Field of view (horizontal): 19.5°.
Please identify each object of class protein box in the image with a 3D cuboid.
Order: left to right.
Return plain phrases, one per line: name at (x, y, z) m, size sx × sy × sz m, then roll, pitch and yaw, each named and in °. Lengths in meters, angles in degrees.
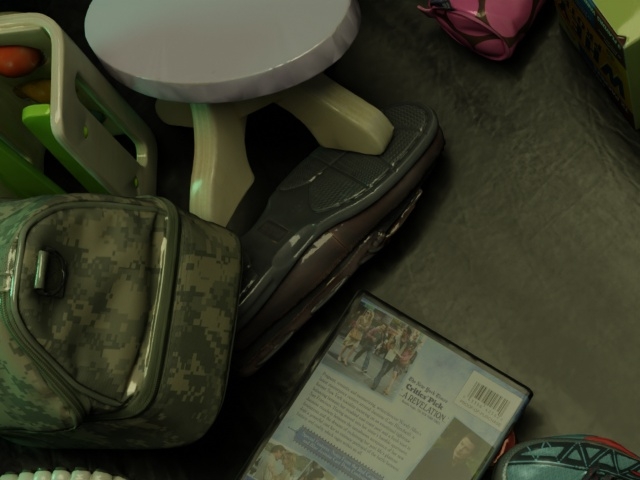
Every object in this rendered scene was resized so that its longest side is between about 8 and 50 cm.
protein box at (0.313, -0.231, 1.611) m, size 0.200 × 0.201 × 0.136 m, roll -32°, pitch 69°, yaw 2°

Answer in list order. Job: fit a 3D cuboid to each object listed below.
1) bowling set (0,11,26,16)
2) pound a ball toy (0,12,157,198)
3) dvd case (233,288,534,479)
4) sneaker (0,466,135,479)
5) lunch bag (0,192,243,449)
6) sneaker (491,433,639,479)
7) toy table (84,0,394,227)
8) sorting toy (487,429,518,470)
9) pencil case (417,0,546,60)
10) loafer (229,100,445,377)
bowling set at (-0.372, -0.316, 1.801) m, size 0.154 × 0.200 × 0.287 m, roll -7°, pitch 68°, yaw 12°
pound a ball toy at (-0.287, -0.110, 1.649) m, size 0.208 × 0.319 × 0.136 m, roll -5°, pitch 73°, yaw 12°
dvd case at (0.040, 0.189, 1.594) m, size 0.180 × 0.022 × 0.253 m, roll 31°, pitch 82°, yaw 20°
sneaker at (-0.314, 0.279, 1.641) m, size 0.330 × 0.130 × 0.147 m, roll -3°, pitch 71°, yaw 12°
lunch bag at (-0.258, 0.057, 1.582) m, size 0.305 × 0.256 × 0.212 m, roll -4°, pitch 70°, yaw 40°
sneaker at (0.264, 0.218, 1.529) m, size 0.262 × 0.125 × 0.104 m, roll 17°, pitch 78°, yaw 17°
toy table at (-0.066, -0.150, 1.661) m, size 0.274 × 0.161 × 0.252 m, roll 23°, pitch 64°, yaw 40°
sorting toy at (0.028, 0.202, 1.630) m, size 0.274 × 0.046 × 0.132 m, roll -34°, pitch 69°, yaw 2°
pencil case at (0.180, -0.275, 1.718) m, size 0.098 × 0.095 × 0.209 m, roll 26°, pitch 78°, yaw 34°
loafer at (0.000, 0.000, 1.688) m, size 0.302 × 0.095 × 0.109 m, roll -43°, pitch 39°, yaw -7°
